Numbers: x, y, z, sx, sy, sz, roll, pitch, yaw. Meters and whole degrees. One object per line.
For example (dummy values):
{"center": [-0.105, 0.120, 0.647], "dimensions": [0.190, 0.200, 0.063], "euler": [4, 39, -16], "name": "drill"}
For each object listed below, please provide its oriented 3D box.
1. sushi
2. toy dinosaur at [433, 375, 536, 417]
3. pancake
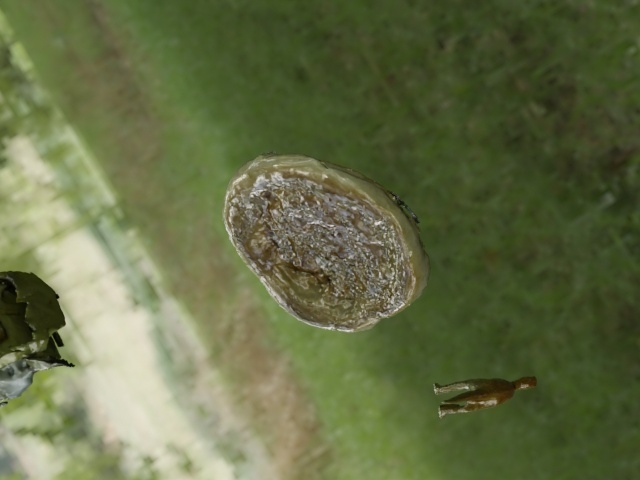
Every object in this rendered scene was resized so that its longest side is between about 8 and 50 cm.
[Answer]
{"center": [-0.377, 0.115, 1.595], "dimensions": [0.139, 0.291, 0.131], "euler": [65, -176, 33], "name": "sushi"}
{"center": [0.193, 0.172, 1.930], "dimensions": [0.162, 0.126, 0.039], "euler": [113, 147, -87], "name": "toy dinosaur"}
{"center": [0.001, 0.000, 2.056], "dimensions": [0.282, 0.049, 0.282], "euler": [20, 136, 21], "name": "pancake"}
